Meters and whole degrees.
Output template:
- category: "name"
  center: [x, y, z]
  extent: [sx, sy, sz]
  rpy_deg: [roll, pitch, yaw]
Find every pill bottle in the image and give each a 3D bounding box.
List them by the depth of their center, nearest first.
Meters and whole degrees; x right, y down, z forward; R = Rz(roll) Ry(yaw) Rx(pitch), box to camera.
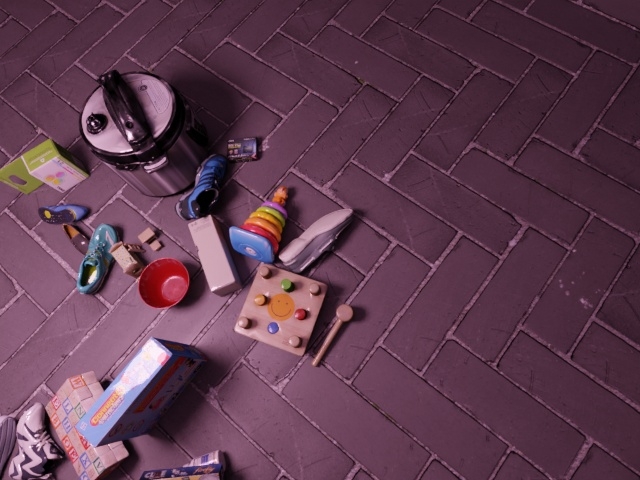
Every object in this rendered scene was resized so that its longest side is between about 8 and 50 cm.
- category: "pill bottle"
  center: [-0.364, 0.708, 1.308]
  extent: [0.120, 0.067, 0.067]
  rpy_deg: [-19, 71, -1]

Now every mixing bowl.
- category: "mixing bowl"
  center: [-0.540, 0.161, 1.492]
  extent: [0.182, 0.098, 0.181]
  rpy_deg: [-1, 71, 4]

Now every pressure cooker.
- category: "pressure cooker"
  center: [-0.635, -0.385, 1.516]
  extent: [0.370, 0.420, 0.375]
  rpy_deg: [14, 73, 11]

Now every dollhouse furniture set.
- category: "dollhouse furniture set"
  center: [-0.643, 0.062, 1.533]
  extent: [0.161, 0.101, 0.182]
  rpy_deg: [-42, 73, -9]

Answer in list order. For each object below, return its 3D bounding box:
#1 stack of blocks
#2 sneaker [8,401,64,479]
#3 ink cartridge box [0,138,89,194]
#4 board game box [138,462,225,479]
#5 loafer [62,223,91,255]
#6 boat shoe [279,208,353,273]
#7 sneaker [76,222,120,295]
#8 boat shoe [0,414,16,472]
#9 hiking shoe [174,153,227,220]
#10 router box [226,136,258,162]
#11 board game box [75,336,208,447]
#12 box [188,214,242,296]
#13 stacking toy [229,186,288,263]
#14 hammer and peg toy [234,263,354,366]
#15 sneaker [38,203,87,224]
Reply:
- category: "stack of blocks"
  center: [-0.737, 0.595, 1.334]
  extent: [0.171, 0.087, 0.297]
  rpy_deg: [-46, 72, 19]
- category: "sneaker"
  center: [-0.898, 0.657, 1.361]
  extent: [0.153, 0.094, 0.234]
  rpy_deg: [5, 72, 5]
- category: "ink cartridge box"
  center: [-1.084, -0.254, 1.636]
  extent: [0.255, 0.189, 0.097]
  rpy_deg: [-35, 74, -5]
- category: "board game box"
  center: [-0.405, 0.766, 1.264]
  extent: [0.244, 0.042, 0.164]
  rpy_deg: [-7, 104, 2]
- category: "loafer"
  center: [-0.928, -0.001, 1.601]
  extent: [0.170, 0.061, 0.062]
  rpy_deg: [37, 77, 15]
- category: "boat shoe"
  center: [0.000, 0.000, 1.517]
  extent: [0.320, 0.116, 0.099]
  rpy_deg: [-37, 115, -14]
- category: "sneaker"
  center: [-0.815, 0.067, 1.534]
  extent: [0.107, 0.110, 0.275]
  rpy_deg: [14, 75, -14]
- category: "boat shoe"
  center: [-1.089, 0.721, 1.351]
  extent: [0.094, 0.109, 0.302]
  rpy_deg: [8, 75, 10]
- category: "hiking shoe"
  center: [-0.411, -0.197, 1.567]
  extent: [0.132, 0.113, 0.303]
  rpy_deg: [6, 62, 35]
- category: "router box"
  center: [-0.312, -0.363, 1.679]
  extent: [0.123, 0.038, 0.092]
  rpy_deg: [-4, 70, 4]
- category: "board game box"
  center: [-0.524, 0.456, 1.284]
  extent: [0.086, 0.302, 0.308]
  rpy_deg: [35, 78, 15]
- category: "box"
  center: [-0.378, 0.055, 1.508]
  extent: [0.094, 0.113, 0.275]
  rpy_deg: [-23, 70, -2]
- category: "stacking toy"
  center: [-0.186, -0.079, 1.531]
  extent: [0.166, 0.175, 0.301]
  rpy_deg: [19, 60, 11]
- category: "hammer and peg toy"
  center: [-0.083, 0.251, 1.404]
  extent: [0.362, 0.127, 0.265]
  rpy_deg: [18, 74, 11]
- category: "sneaker"
  center: [-1.015, -0.108, 1.653]
  extent: [0.210, 0.082, 0.069]
  rpy_deg: [1, 113, 20]
